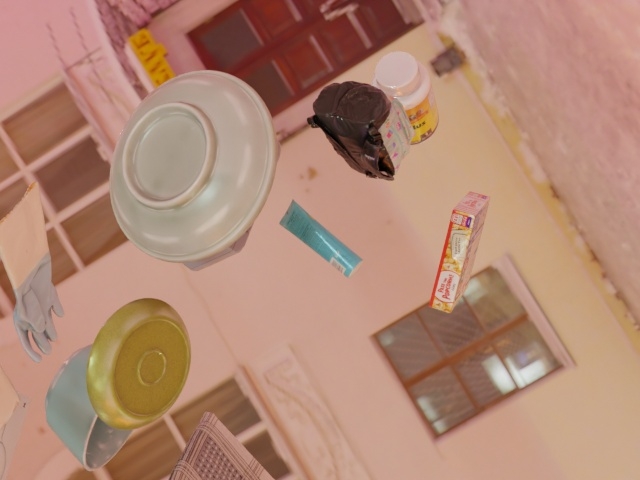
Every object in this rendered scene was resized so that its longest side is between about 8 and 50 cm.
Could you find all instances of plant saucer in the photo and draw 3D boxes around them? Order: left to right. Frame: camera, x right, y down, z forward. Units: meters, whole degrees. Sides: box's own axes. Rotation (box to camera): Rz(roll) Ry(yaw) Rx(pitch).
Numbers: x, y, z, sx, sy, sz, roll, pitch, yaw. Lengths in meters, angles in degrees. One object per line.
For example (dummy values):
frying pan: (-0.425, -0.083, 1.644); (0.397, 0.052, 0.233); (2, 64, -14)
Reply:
plant saucer: (-0.311, 0.224, 1.619); (0.037, 0.241, 0.241); (9, 151, 37)
plant saucer: (-0.280, -0.158, 1.792); (0.100, 0.400, 0.400); (22, -145, -60)

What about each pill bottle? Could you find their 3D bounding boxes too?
pill bottle: (0.168, -0.285, 1.812); (0.117, 0.117, 0.215); (62, -178, 26)

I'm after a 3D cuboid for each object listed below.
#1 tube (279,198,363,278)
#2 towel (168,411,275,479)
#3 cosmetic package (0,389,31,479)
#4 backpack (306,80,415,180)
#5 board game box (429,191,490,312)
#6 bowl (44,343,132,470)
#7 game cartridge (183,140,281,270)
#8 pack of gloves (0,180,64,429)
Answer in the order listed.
tube: (0.000, 0.000, 1.993); (0.207, 0.080, 0.052); (39, -146, 11)
towel: (-0.198, 0.582, 2.063); (0.324, 0.056, 0.312); (53, -162, -10)
cosmetic package: (-0.837, 0.428, 2.047); (0.377, 0.098, 0.284); (56, -143, -56)
backpack: (0.083, -0.180, 1.503); (0.152, 0.115, 0.182); (25, 164, 36)
board game box: (0.260, 0.020, 1.682); (0.147, 0.045, 0.193); (-36, -40, -64)
bowl: (-0.529, 0.366, 2.134); (0.163, 0.311, 0.311); (24, 179, 12)
game cartridge: (-0.196, -0.075, 1.962); (0.062, 0.198, 0.297); (33, -122, -22)
pack of gloves: (-0.346, 0.080, 0.956); (0.195, 0.046, 0.232); (-67, -14, -46)
